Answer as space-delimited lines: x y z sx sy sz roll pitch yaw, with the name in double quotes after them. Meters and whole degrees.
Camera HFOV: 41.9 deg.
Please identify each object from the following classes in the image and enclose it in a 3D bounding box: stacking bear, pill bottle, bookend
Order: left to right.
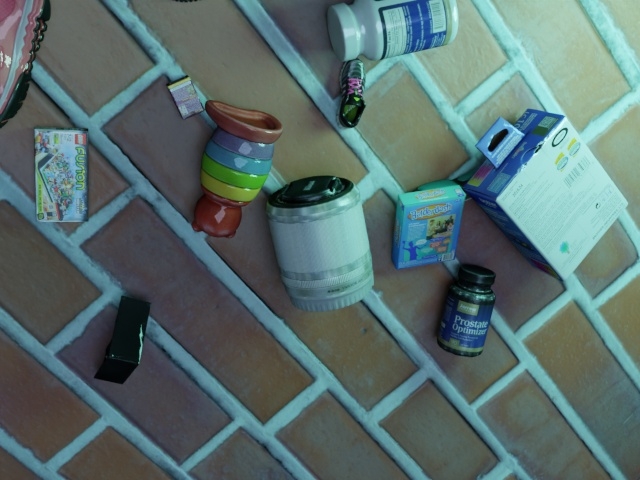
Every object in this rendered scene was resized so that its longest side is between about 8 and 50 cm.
-0.464 0.235 1.959 0.072 0.156 0.157 17 58 -19 "bookend"
-0.202 -0.143 1.877 0.176 0.164 0.288 9 113 -31 "stacking bear"
0.158 -0.487 1.864 0.265 0.153 0.153 -14 110 -10 "pill bottle"
0.381 0.178 2.153 0.123 0.123 0.219 6 106 -17 "pill bottle"

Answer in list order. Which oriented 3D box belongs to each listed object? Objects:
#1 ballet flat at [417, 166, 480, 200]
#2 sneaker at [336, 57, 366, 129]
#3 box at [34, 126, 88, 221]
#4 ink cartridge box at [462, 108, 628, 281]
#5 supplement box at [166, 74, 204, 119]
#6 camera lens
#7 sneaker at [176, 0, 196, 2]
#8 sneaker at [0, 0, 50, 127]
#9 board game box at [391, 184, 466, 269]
0.339 -0.125 2.076 0.203 0.074 0.074 -18 111 -11 "ballet flat"
0.077 -0.336 1.932 0.063 0.075 0.170 5 106 -17 "sneaker"
-0.569 -0.145 1.839 0.114 0.036 0.206 -1 107 -15 "box"
0.539 -0.131 2.046 0.270 0.151 0.395 -49 121 -5 "ink cartridge box"
-0.299 -0.317 1.853 0.055 0.043 0.083 -25 111 -7 "supplement box"
0.000 0.000 1.941 0.220 0.219 0.274 -15 111 -10 "camera lens"
-0.264 -0.555 1.789 0.162 0.063 0.073 -10 92 -16 "sneaker"
-0.662 -0.377 1.716 0.136 0.116 0.313 19 95 -10 "sneaker"
0.263 -0.031 2.056 0.160 0.047 0.210 -9 132 -13 "board game box"
